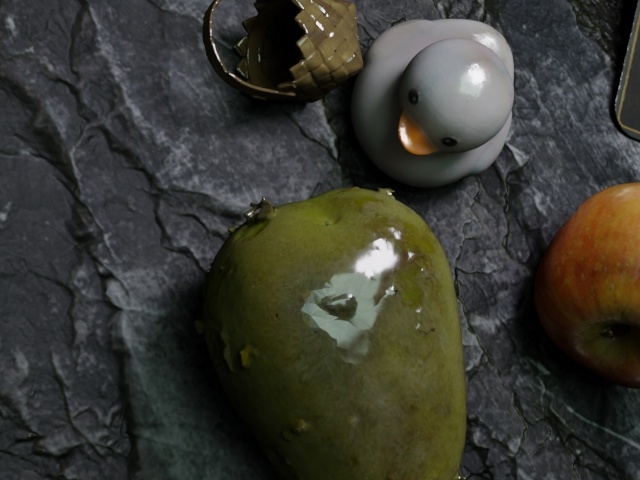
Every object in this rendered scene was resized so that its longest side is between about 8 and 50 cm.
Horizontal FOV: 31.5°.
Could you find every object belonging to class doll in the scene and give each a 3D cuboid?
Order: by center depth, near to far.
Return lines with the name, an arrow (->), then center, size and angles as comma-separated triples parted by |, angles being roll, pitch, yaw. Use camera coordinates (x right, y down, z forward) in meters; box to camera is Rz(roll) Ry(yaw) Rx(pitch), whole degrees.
doll -> 0.154, -0.178, 1.356 | 0.221, 0.221, 0.251 | 48, 56, -6

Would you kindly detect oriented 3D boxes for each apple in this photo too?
apple -> 0.395, 0.049, 1.413 | 0.242, 0.242, 0.241 | 42, 45, -10

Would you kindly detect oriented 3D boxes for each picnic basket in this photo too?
picnic basket -> -0.057, -0.221, 1.292 | 0.179, 0.138, 0.128 | -3, 75, -37

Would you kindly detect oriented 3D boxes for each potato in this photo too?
potato -> 0.018, 0.127, 1.160 | 0.270, 0.219, 0.359 | -9, 84, -15

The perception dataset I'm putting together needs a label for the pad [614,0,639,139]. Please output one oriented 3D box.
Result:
pad -> 0.544, -0.316, 1.647 | 0.315, 0.063, 0.375 | 16, 83, -24
